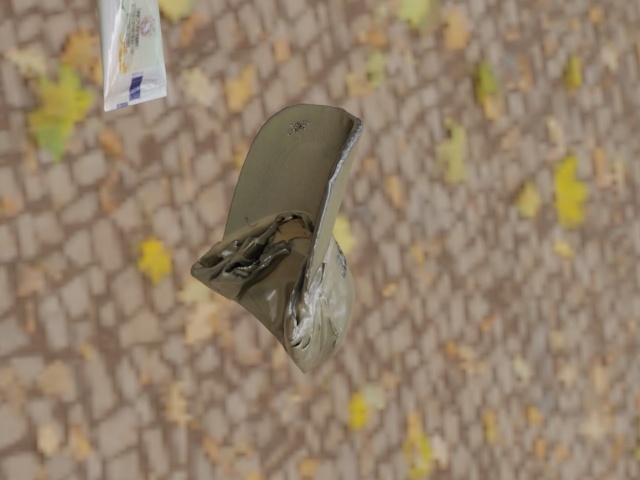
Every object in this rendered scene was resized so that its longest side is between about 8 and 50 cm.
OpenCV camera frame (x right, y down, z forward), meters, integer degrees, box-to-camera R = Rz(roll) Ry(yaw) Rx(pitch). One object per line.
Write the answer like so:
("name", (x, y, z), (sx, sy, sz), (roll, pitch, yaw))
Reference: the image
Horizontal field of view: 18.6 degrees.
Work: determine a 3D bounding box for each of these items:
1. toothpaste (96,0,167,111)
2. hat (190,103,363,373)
("toothpaste", (-0.174, -0.275, 1.736), (0.056, 0.058, 0.314), (-109, -164, -73))
("hat", (0.000, 0.000, 1.285), (0.085, 0.147, 0.175), (14, 106, -34))
